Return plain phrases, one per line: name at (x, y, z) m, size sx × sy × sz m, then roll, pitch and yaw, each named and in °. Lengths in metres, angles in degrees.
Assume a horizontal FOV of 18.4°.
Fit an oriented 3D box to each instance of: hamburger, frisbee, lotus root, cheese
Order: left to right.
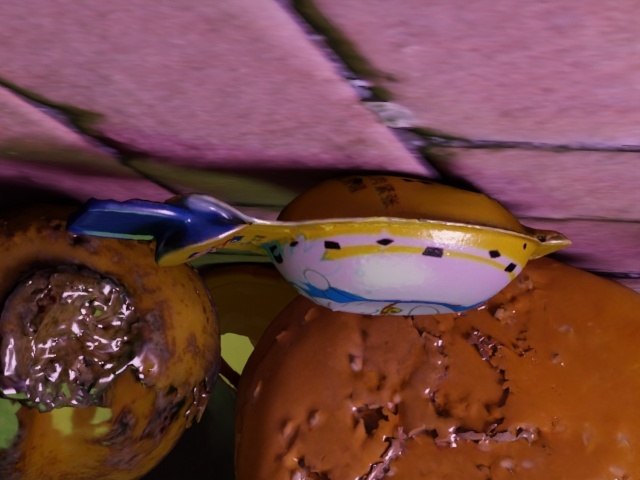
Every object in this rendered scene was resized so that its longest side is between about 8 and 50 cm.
lotus root at (-0.169, 0.076, 1.185) m, size 0.196 × 0.179 × 0.397 m, roll 10°, pitch 169°, yaw -13°
frisbee at (-0.005, 0.075, 1.363) m, size 0.192 × 0.035 × 0.192 m, roll 19°, pitch 146°, yaw 14°
cheese at (0.000, 0.000, 0.982) m, size 0.250 × 0.064 × 0.156 m, roll 5°, pitch 170°, yaw -14°
hamburger at (0.091, 0.151, 1.145) m, size 0.284 × 0.304 × 0.174 m, roll -5°, pitch 159°, yaw 10°

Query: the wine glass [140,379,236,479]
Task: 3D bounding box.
wine glass at (-0.189, 0.176, 1.623) m, size 0.267 × 0.267 × 0.406 m, roll 6°, pitch 174°, yaw -2°
